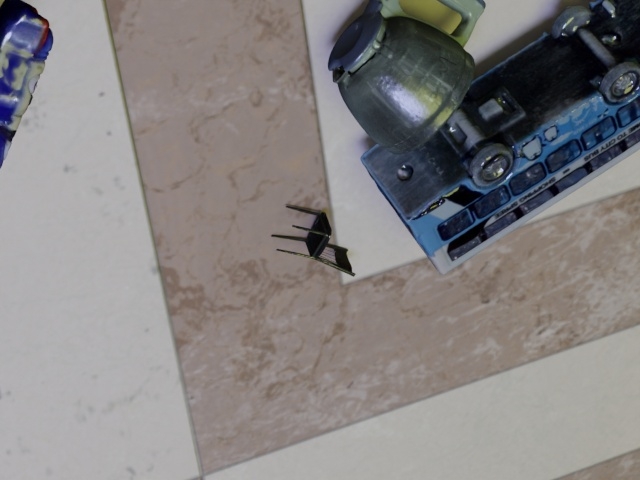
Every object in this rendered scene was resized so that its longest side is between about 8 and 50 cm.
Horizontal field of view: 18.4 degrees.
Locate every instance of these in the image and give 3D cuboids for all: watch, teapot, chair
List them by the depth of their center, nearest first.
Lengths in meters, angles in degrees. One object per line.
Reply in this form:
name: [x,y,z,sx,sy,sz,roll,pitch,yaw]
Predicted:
watch: [-0.330,-0.119,1.506,0.200,0.171,0.196,16,100,-20]
teapot: [0.073,-0.157,1.687,0.108,0.111,0.149,37,106,-24]
chair: [0.002,-0.001,1.796,0.086,0.037,0.042,18,122,-28]

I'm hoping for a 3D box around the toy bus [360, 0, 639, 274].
toy bus: [0.192,-0.101,1.769,0.297,0.106,0.131,-32,144,-3]
